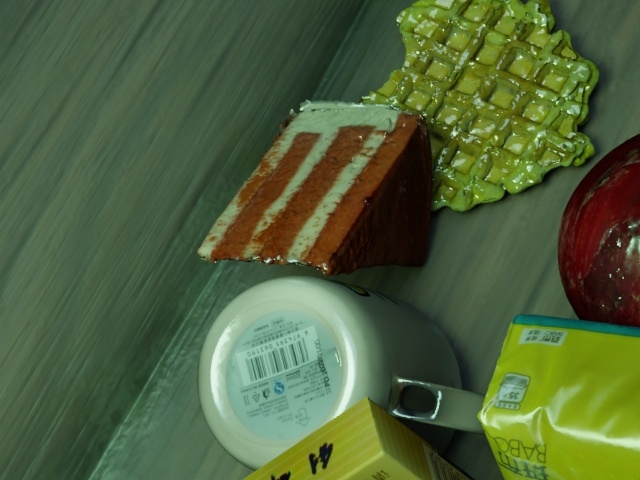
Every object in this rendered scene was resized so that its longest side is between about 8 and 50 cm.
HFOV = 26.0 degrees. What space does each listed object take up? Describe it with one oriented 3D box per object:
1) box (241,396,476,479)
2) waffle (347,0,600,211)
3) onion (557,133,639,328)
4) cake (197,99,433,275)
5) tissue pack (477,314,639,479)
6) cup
[{"bbox_3d":[0.058,0.243,1.158,0.152,0.237,0.070,-36,36,17],"label":"box"},{"bbox_3d":[0.151,-0.152,1.454,0.291,0.051,0.291,-7,64,14],"label":"waffle"},{"bbox_3d":[0.338,0.027,1.191,0.276,0.276,0.276,-6,63,13],"label":"onion"},{"bbox_3d":[0.000,0.000,1.326,0.158,0.160,0.262,6,38,23],"label":"cake"},{"bbox_3d":[0.278,0.173,1.091,0.270,0.192,0.134,5,50,32],"label":"tissue pack"},{"bbox_3d":[0.032,0.134,1.230,0.252,0.200,0.192,10,83,26],"label":"cup"}]
